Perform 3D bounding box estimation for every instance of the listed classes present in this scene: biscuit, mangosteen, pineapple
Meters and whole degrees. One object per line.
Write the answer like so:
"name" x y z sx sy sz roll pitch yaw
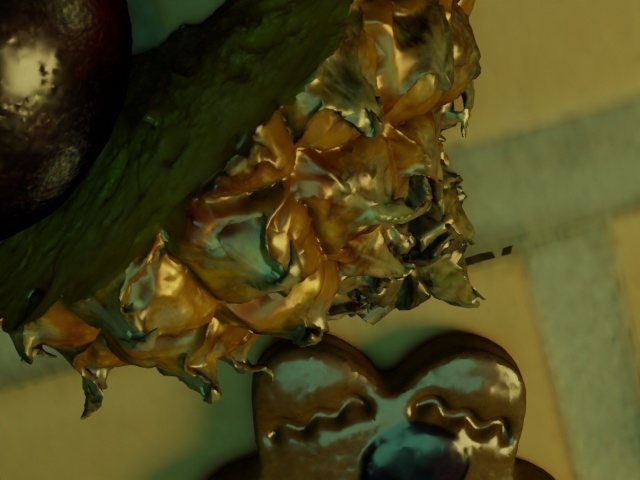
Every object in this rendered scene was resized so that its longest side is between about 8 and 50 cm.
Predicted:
"biscuit" 0.029 0.148 0.598 0.179 0.039 0.236 -2 117 -3
"mangosteen" -0.140 -0.062 0.423 0.152 0.152 0.153 -1 115 -2
"pineapple" -0.005 0.003 0.474 0.249 0.140 0.164 -34 114 10
